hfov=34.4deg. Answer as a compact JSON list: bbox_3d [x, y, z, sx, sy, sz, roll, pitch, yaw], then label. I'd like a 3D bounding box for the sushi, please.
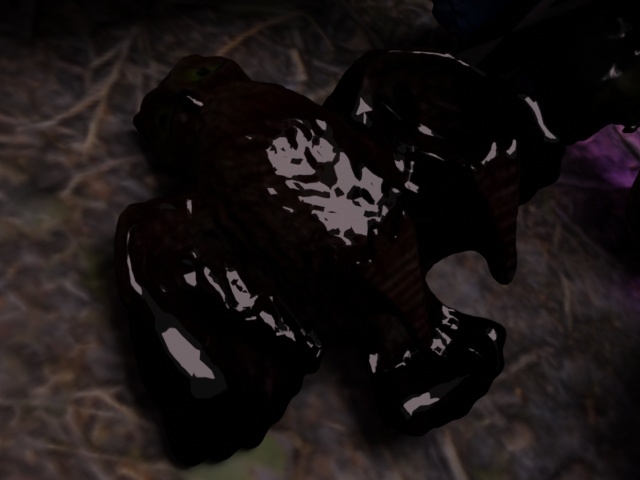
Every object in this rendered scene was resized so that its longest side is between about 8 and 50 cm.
[{"bbox_3d":[0.222,-0.129,0.538,0.339,0.320,0.068,-21,78,-46],"label":"sushi"}]

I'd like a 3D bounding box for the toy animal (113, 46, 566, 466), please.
[{"bbox_3d":[-0.006,-0.005,0.447,0.218,0.116,0.179,-41,53,-21],"label":"toy animal"}]

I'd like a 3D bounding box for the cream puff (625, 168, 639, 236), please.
[{"bbox_3d":[0.237,-0.036,0.599,0.104,0.133,0.119,31,72,21],"label":"cream puff"}]

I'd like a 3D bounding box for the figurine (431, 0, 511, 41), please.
[{"bbox_3d":[0.136,-0.173,0.577,0.121,0.164,0.262,32,1,21],"label":"figurine"}]
